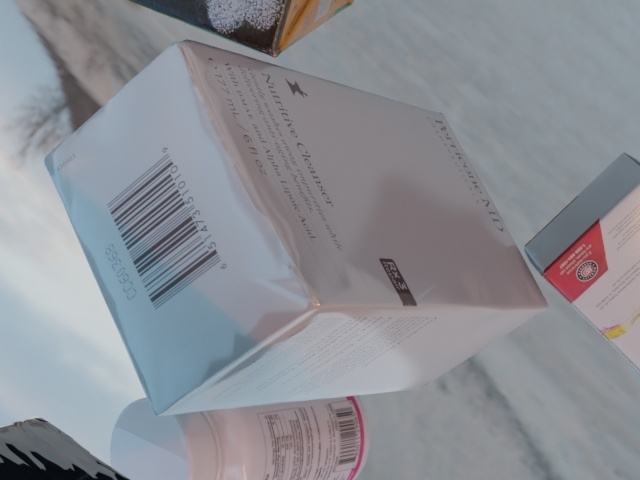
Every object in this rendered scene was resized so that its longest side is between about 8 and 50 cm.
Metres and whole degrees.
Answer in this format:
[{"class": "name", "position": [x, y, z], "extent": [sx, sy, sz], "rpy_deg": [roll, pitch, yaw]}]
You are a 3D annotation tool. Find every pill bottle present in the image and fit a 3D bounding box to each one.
[{"class": "pill bottle", "position": [-0.090, 0.233, 1.524], "extent": [0.283, 0.160, 0.160], "rpy_deg": [0, -146, -48]}]

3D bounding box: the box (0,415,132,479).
[{"class": "box", "position": [-0.054, 0.324, 0.504], "extent": [0.472, 0.297, 0.480], "rpy_deg": [37, 176, 3]}]

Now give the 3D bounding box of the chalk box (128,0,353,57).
[{"class": "chalk box", "position": [-0.109, -0.287, 1.003], "extent": [0.289, 0.180, 0.179], "rpy_deg": [24, -152, 11]}]

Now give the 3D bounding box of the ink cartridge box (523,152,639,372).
[{"class": "ink cartridge box", "position": [0.286, 0.032, 1.165], "extent": [0.175, 0.127, 0.072], "rpy_deg": [43, -172, -18]}]

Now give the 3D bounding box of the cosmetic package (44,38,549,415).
[{"class": "cosmetic package", "position": [0.000, 0.000, 1.022], "extent": [0.385, 0.156, 0.217], "rpy_deg": [1, -122, -58]}]
